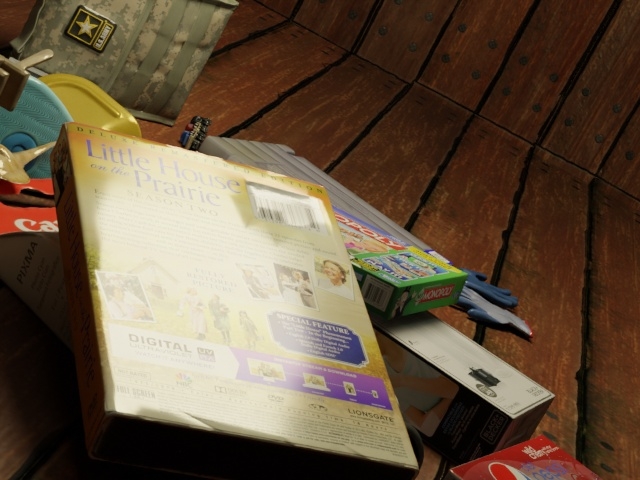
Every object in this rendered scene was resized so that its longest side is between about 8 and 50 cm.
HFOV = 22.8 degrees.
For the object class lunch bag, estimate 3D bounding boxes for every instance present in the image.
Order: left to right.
[{"bbox_3d":[-0.306,-0.325,2.397,0.287,0.235,0.169,12,26,-46],"label":"lunch bag"}]

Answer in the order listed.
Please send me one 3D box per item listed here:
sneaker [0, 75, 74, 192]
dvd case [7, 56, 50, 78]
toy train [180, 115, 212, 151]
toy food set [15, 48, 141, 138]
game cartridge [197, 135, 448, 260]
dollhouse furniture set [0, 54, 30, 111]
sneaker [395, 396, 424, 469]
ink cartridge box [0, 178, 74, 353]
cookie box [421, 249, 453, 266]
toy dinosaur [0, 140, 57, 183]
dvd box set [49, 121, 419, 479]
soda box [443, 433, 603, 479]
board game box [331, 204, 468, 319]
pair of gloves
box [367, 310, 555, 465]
[{"bbox_3d":[-0.441,-0.179,1.941,0.319,0.127,0.208,39,-9,-28],"label":"sneaker"},{"bbox_3d":[-0.376,-0.185,2.224,0.179,0.029,0.238,25,15,-10],"label":"dvd case"},{"bbox_3d":[-0.195,-0.169,2.482,0.036,0.027,0.158,23,16,-5],"label":"toy train"},{"bbox_3d":[-0.330,-0.144,2.067,0.218,0.071,0.128,41,55,10],"label":"toy food set"},{"bbox_3d":[0.000,-0.039,2.351,0.355,0.068,0.230,37,22,27],"label":"game cartridge"},{"bbox_3d":[-0.428,-0.098,1.472,0.161,0.242,0.212,32,16,15],"label":"dollhouse furniture set"},{"bbox_3d":[-0.014,0.166,1.587,0.296,0.104,0.147,24,11,-30],"label":"sneaker"},{"bbox_3d":[-0.216,0.001,1.742,0.308,0.091,0.385,-1,34,-48],"label":"ink cartridge box"},{"bbox_3d":[0.120,0.069,2.117,0.040,0.107,0.092,36,18,21],"label":"cookie box"},{"bbox_3d":[-0.371,-0.091,1.833,0.093,0.053,0.183,28,21,6],"label":"toy dinosaur"},{"bbox_3d":[-0.096,0.062,1.532,0.308,0.062,0.420,13,35,-26],"label":"dvd box set"},{"bbox_3d":[0.198,0.275,1.646,0.092,0.083,0.263,36,17,23],"label":"soda box"},{"bbox_3d":[0.000,0.000,1.942,0.317,0.046,0.213,27,16,23],"label":"board game box"},{"bbox_3d":[0.243,0.086,2.428,0.159,0.023,0.198,25,17,-16],"label":"pair of gloves"},{"bbox_3d":[0.117,0.151,1.889,0.290,0.087,0.169,34,17,18],"label":"box"}]
